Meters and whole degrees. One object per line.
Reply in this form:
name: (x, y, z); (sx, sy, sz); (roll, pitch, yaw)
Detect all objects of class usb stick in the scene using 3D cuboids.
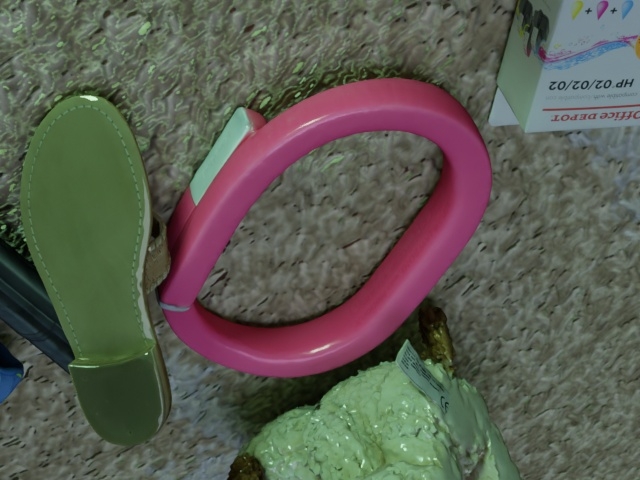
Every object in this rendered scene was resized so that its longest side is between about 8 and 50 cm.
usb stick: (-0.231, 0.012, 0.695); (0.045, 0.077, 0.278); (-45, 134, -8)

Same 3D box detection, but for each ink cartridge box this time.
ink cartridge box: (0.184, -0.132, 0.686); (0.104, 0.061, 0.181); (-5, 135, -12)

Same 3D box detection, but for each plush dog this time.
plush dog: (0.027, 0.184, 0.887); (0.225, 0.210, 0.262); (-22, 160, 27)

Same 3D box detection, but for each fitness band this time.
fitness band: (0.000, 0.000, 0.768); (0.209, 0.054, 0.291); (14, 129, -29)

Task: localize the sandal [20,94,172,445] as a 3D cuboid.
sandal: (-0.143, 0.016, 0.720); (0.088, 0.079, 0.240); (-5, 104, 8)

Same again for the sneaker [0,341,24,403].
sneaker: (-0.308, 0.063, 0.729); (0.126, 0.091, 0.240); (-43, 133, 0)
